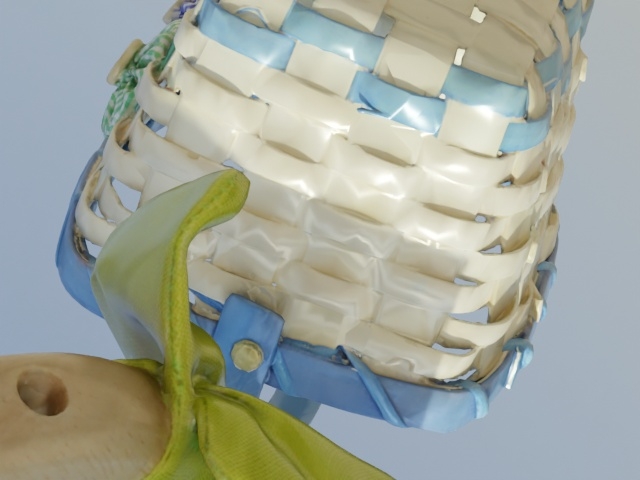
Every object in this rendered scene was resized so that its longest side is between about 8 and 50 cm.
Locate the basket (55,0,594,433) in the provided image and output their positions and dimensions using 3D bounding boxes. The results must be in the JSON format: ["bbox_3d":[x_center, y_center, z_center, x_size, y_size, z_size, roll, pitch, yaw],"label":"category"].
[{"bbox_3d":[0.000,0.000,0.841,0.201,0.289,0.255,17,-154,7],"label":"basket"}]

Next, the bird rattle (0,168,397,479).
[{"bbox_3d":[-0.096,0.081,0.499,0.253,0.207,0.143,-13,-125,-48],"label":"bird rattle"}]
